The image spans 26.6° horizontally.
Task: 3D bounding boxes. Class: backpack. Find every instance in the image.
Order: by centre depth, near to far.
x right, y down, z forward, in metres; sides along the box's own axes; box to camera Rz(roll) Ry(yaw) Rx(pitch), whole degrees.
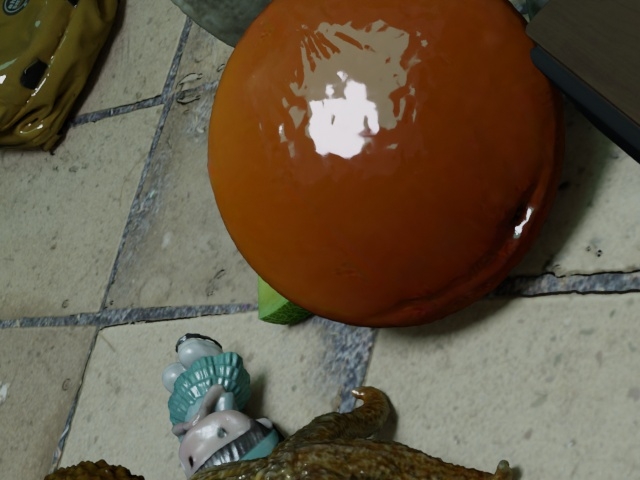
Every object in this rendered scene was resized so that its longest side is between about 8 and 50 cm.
[{"bbox_3d":[-0.495,-0.300,2.111,0.378,0.201,0.353,0,62,45],"label":"backpack"}]

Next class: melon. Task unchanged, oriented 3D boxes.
[{"bbox_3d":[0.000,0.000,1.474,0.209,0.064,0.118,-54,39,11],"label":"melon"}]

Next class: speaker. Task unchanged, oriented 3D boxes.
[{"bbox_3d":[0.315,-0.149,1.118,0.192,0.153,0.231,-46,37,8],"label":"speaker"}]

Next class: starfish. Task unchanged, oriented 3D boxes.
[{"bbox_3d":[-0.013,0.226,1.197,0.327,0.094,0.375,-6,22,31],"label":"starfish"}]

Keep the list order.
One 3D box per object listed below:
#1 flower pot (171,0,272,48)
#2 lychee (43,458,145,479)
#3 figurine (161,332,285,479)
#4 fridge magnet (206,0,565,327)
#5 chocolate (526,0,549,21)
[{"bbox_3d":[-0.032,-0.408,1.610,0.330,0.294,0.293,-46,39,28],"label":"flower pot"},{"bbox_3d":[-0.238,0.343,1.417,0.200,0.200,0.238,-49,48,14],"label":"lychee"},{"bbox_3d":[-0.108,0.209,1.425,0.138,0.110,0.245,-56,34,20],"label":"figurine"},{"bbox_3d":[0.060,-0.095,1.313,0.364,0.155,0.363,0,90,24],"label":"fridge magnet"},{"bbox_3d":[0.261,-0.263,1.338,0.157,0.080,0.254,-33,45,30],"label":"chocolate"}]
